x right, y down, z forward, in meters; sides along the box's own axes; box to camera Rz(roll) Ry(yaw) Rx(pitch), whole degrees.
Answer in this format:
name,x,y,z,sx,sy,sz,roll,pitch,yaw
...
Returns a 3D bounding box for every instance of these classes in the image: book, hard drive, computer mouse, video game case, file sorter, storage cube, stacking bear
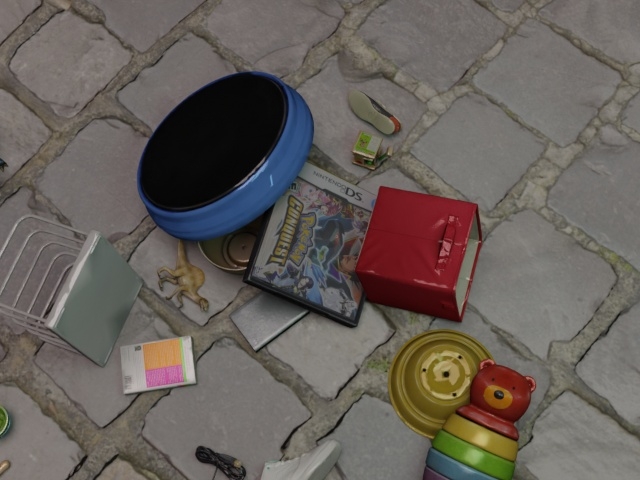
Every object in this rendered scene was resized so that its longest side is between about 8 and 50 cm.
name,x,y,z,sx,sy,sz,roll,pitch,yaw
book,-0.318,0.246,1.872,0.144,0.035,0.096,-8,72,2
hard drive,-0.102,0.147,1.896,0.135,0.022,0.094,-36,71,-9
computer mouse,-0.215,0.488,1.768,0.106,0.042,0.193,19,66,6
video game case,0.000,0.000,1.869,0.248,0.035,0.275,25,69,-21
file sorter,-0.489,0.094,1.813,0.173,0.278,0.193,18,72,13
storage cube,0.192,0.029,1.821,0.193,0.215,0.184,12,71,16
stacking bear,0.280,0.357,1.682,0.175,0.164,0.289,23,85,20

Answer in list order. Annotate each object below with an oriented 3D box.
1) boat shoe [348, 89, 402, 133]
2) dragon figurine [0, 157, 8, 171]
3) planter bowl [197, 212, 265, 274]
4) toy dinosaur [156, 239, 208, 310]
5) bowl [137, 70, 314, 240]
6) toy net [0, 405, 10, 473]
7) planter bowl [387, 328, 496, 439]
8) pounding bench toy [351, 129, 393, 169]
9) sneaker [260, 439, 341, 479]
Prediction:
name,x,y,z,sx,sy,sz,roll,pitch,yaw
boat shoe,0.116,-0.275,2.028,0.137,0.049,0.043,42,35,20
dragon figurine,-0.747,-0.220,2.022,0.085,0.144,0.289,-26,69,-6
planter bowl,-0.159,0.000,1.910,0.162,0.109,0.162,-1,69,3
toy dinosaur,-0.284,0.070,1.934,0.092,0.053,0.183,-16,76,-18
bowl,-0.200,-0.181,1.904,0.391,0.077,0.391,-19,47,21
toy net,-0.657,0.433,1.821,0.122,0.045,0.232,-3,69,3
planter bowl,0.235,0.260,1.790,0.217,0.090,0.217,-1,69,3
pounding bench toy,0.111,-0.181,1.979,0.083,0.065,0.052,20,71,12
sneaker,-0.059,0.432,1.762,0.212,0.080,0.094,-43,60,-10
